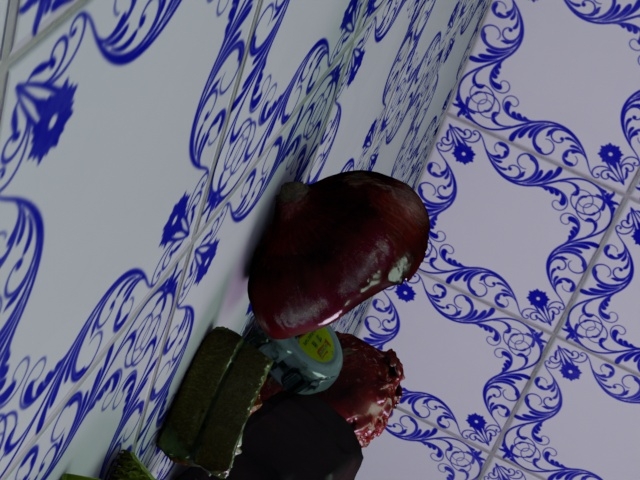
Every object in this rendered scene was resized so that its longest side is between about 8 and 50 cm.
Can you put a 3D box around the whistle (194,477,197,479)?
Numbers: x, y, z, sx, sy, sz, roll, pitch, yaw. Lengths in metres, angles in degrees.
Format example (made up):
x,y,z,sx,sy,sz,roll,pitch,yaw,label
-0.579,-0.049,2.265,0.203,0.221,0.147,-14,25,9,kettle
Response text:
x,y,z,sx,sy,sz,roll,pitch,yaw,label
-0.163,0.431,1.899,0.189,0.189,0.348,-62,146,-18,whistle

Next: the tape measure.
x,y,z,sx,sy,sz,roll,pitch,yaw,label
-0.013,0.127,2.308,0.084,0.164,0.330,-32,-171,29,tape measure

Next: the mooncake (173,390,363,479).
x,y,z,sx,sy,sz,roll,pitch,yaw,label
-0.094,0.401,2.256,0.350,0.212,0.381,-37,162,-35,mooncake

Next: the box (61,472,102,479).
x,y,z,sx,sy,sz,roll,pitch,yaw,label
-0.269,0.413,1.406,0.187,0.047,0.335,109,-8,-46,box

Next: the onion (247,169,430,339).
x,y,z,sx,sy,sz,roll,pitch,yaw,label
0.000,0.000,1.929,0.272,0.195,0.272,-34,-162,12,onion

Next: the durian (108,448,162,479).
x,y,z,sx,sy,sz,roll,pitch,yaw,label
-0.200,0.293,1.660,0.086,0.100,0.215,-65,-162,-2,durian

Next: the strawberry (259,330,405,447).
x,y,z,sx,sy,sz,roll,pitch,yaw,label
0.025,0.286,2.592,0.274,0.274,0.220,-57,136,-45,strawberry

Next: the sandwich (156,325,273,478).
x,y,z,sx,sy,sz,roll,pitch,yaw,label
-0.127,0.216,1.902,0.185,0.109,0.160,-63,171,-7,sandwich
